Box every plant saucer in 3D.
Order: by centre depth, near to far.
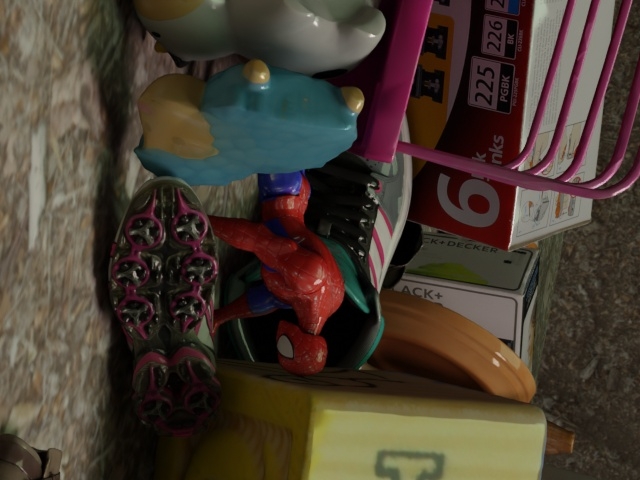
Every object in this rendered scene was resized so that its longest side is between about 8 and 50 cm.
[{"bbox_3d":[0.113,0.118,1.768,0.037,0.200,0.200,-61,159,-21],"label":"plant saucer"}]

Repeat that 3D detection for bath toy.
[{"bbox_3d":[-0.031,-0.204,1.131,0.129,0.151,0.348,-38,-145,56],"label":"bath toy"}]

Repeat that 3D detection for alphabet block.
[{"bbox_3d":[0.012,0.187,1.227,0.197,0.192,0.193,7,89,-33],"label":"alphabet block"}]

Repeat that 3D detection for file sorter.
[{"bbox_3d":[0.114,-0.142,1.224,0.290,0.182,0.202,-142,-114,-80],"label":"file sorter"}]

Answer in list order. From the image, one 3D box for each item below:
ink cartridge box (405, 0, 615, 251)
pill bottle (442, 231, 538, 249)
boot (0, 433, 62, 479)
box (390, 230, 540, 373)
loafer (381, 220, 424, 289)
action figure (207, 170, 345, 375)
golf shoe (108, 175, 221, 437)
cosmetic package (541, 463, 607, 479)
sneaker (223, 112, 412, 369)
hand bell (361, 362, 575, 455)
[{"bbox_3d":[0.098,-0.179,1.521,0.130,0.272,0.309,-17,117,-47],"label":"ink cartridge box"},{"bbox_3d":[0.191,0.087,2.224,0.121,0.121,0.216,63,38,-68],"label":"pill bottle"},{"bbox_3d":[-0.158,0.156,0.990,0.118,0.042,0.087,64,34,-68],"label":"boot"},{"bbox_3d":[0.139,0.135,1.945,0.087,0.169,0.290,-60,156,-52],"label":"box"},{"bbox_3d":[0.060,0.008,1.720,0.220,0.078,0.080,38,61,-74],"label":"loafer"},{"bbox_3d":[-0.061,-0.037,1.214,0.091,0.139,0.280,49,28,-69],"label":"action figure"},{"bbox_3d":[-0.099,0.031,1.136,0.086,0.067,0.186,-102,-169,-53],"label":"golf shoe"},{"bbox_3d":[0.089,0.355,1.612,0.453,0.161,0.230,-13,111,-56],"label":"cosmetic package"},{"bbox_3d":[0.000,0.000,1.401,0.178,0.123,0.295,11,88,-86],"label":"sneaker"},{"bbox_3d":[0.121,0.170,1.721,0.126,0.242,0.126,7,90,-76],"label":"hand bell"}]
